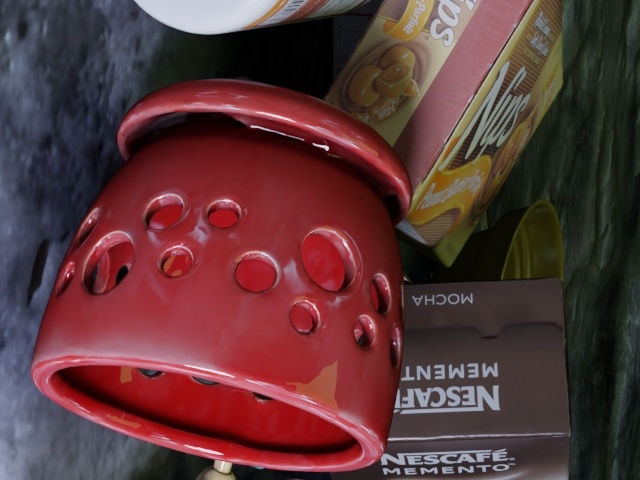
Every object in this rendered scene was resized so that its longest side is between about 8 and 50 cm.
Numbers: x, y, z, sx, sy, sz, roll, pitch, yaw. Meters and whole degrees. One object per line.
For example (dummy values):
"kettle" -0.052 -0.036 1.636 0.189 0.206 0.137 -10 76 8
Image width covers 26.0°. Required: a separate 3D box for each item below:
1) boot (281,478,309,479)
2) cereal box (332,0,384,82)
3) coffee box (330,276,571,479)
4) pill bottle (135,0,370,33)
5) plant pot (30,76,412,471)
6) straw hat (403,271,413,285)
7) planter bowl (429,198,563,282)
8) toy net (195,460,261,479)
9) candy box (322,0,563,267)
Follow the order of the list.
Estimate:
"boot" -0.061 0.287 0.932 0.258 0.095 0.123 -52 153 -41
"cereal box" 0.063 -0.228 1.070 0.173 0.047 0.240 -35 128 -58
"coffee box" 0.098 0.148 1.033 0.297 0.168 0.119 74 16 -59
"pill bottle" -0.021 -0.188 0.812 0.216 0.121 0.121 -26 120 -62
"plant pot" -0.041 0.019 0.751 0.191 0.191 0.174 51 49 -58
"straw hat" 0.000 0.000 0.979 0.061 0.144 0.144 -41 150 2
"planter bowl" 0.156 0.063 1.310 0.217 0.090 0.217 -32 126 -59
"toy net" -0.058 0.143 0.931 0.122 0.045 0.232 76 34 -49
"candy box" 0.091 -0.093 0.983 0.183 0.087 0.316 -59 167 -1
